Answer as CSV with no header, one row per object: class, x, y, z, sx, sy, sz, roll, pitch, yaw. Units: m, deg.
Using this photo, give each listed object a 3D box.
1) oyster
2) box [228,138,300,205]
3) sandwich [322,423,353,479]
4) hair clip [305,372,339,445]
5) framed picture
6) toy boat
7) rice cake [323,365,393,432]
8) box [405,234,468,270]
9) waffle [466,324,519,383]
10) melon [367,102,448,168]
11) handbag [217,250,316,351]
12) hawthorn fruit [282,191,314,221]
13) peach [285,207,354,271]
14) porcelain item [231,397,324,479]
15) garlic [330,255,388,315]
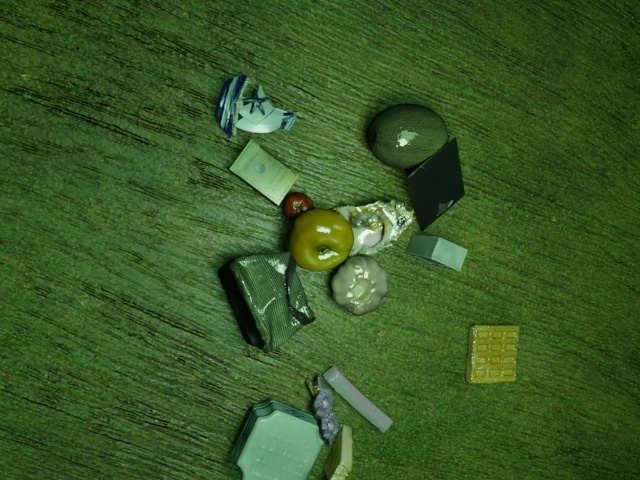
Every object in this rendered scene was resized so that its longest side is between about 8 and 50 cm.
oyster,0.184,-0.045,1.946,0.353,0.107,0.201,-8,97,9
box,-0.203,-0.244,1.855,0.220,0.064,0.141,37,84,-12
sandwich,0.082,0.810,1.932,0.058,0.162,0.193,25,85,-12
hair clip,0.011,0.649,1.951,0.106,0.084,0.293,-30,107,-56
framed picture,0.446,-0.205,1.955,0.244,0.013,0.324,-39,140,-10
toy boat,-0.233,-0.482,1.836,0.291,0.070,0.210,-10,100,-18
rice cake,0.151,0.623,1.997,0.365,0.056,0.073,45,83,-12
box,0.435,0.043,1.956,0.129,0.225,0.086,23,87,-15
waffle,0.715,0.470,2.141,0.220,0.055,0.248,3,93,-15
melon,0.326,-0.384,1.902,0.301,0.237,0.238,-3,94,-20
handbag,-0.183,0.194,1.801,0.240,0.247,0.341,-23,96,-24
hawthorn fruit,-0.078,-0.118,1.864,0.127,0.128,0.128,-1,93,-15
peach,0.000,0.000,1.821,0.250,0.153,0.251,-11,137,-10
porcelain item,-0.157,0.740,1.867,0.285,0.157,0.282,25,88,-16
garlic,0.147,0.162,1.923,0.227,0.152,0.228,-3,102,-14
